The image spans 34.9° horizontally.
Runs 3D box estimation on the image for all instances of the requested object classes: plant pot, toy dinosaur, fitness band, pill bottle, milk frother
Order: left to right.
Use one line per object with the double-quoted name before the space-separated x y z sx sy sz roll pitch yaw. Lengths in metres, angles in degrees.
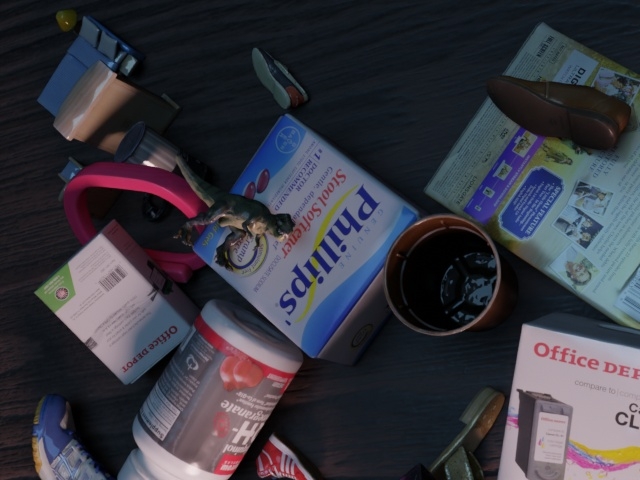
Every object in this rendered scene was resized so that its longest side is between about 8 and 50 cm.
"fitness band" -0.298 -0.033 1.697 0.291 0.208 0.054 7 38 27
"milk frother" -0.293 -0.113 1.737 0.143 0.135 0.129 -54 28 2
"pill bottle" -0.178 0.265 1.574 0.176 0.176 0.318 35 96 29
"toy dinosaur" -0.147 -0.029 1.522 0.268 0.064 0.118 29 87 32
"plant pot" 0.197 0.059 1.432 0.167 0.165 0.166 -6 77 27

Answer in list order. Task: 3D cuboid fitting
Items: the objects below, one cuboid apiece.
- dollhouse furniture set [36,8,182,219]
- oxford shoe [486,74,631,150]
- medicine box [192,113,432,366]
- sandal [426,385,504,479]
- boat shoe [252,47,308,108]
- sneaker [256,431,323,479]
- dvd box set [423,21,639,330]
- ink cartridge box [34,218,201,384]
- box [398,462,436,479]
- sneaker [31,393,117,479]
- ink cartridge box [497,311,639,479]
"dollhouse furniture set" -0.457 -0.250 1.816 0.303 0.198 0.286 41 99 28
"oxford shoe" 0.329 -0.190 1.416 0.212 0.076 0.076 27 61 32
"medicine box" 0.000 0.000 1.556 0.289 0.149 0.263 39 98 29
"sandal" 0.205 0.323 1.416 0.079 0.088 0.240 30 89 35
"boat shoe" -0.071 -0.275 1.712 0.043 0.049 0.137 -22 60 -24
"sneaker" -0.051 0.356 1.566 0.118 0.042 0.067 38 94 36
"dvd box set" 0.392 -0.081 1.421 0.420 0.062 0.307 36 96 29
"ink cartridge box" -0.329 0.102 1.678 0.160 0.092 0.219 -39 100 15
"box" 0.082 0.432 1.324 0.247 0.163 0.142 -41 89 4
"sneaker" -0.401 0.397 1.718 0.131 0.112 0.296 -15 73 6
"ink cartridge box" 0.354 0.265 1.296 0.226 0.131 0.306 11 99 30
